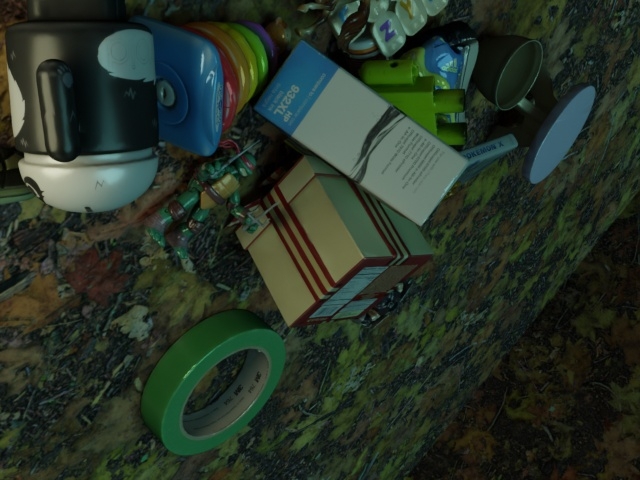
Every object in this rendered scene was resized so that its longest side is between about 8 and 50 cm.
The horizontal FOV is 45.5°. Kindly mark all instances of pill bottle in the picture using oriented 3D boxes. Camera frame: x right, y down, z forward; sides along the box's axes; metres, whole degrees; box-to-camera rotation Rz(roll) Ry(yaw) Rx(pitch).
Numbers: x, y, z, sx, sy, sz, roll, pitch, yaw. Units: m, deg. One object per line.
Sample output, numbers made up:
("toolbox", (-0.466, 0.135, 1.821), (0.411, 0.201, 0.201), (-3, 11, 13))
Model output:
("pill bottle", (0.087, -0.324, 1.369), (0.086, 0.086, 0.152), (-44, 147, -15))

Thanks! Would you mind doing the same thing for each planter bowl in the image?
("planter bowl", (0.397, -0.384, 1.687), (0.162, 0.109, 0.162), (-33, 143, -29))

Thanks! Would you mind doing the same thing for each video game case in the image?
("video game case", (0.215, -0.107, 1.620), (0.300, 0.036, 0.329), (-22, 171, -37))

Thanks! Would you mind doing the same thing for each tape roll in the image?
("tape roll", (-0.215, 0.296, 1.585), (0.321, 0.077, 0.321), (-33, 142, -30))

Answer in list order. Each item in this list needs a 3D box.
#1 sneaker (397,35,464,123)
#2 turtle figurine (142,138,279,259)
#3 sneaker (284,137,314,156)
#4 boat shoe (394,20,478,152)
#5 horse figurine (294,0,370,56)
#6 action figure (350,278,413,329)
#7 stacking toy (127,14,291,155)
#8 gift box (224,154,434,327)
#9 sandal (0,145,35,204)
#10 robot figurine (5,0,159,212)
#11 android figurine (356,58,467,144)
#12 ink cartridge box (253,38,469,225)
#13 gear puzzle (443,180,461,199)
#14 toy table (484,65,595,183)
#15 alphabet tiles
("sneaker", (0.233, -0.282, 1.423), (0.126, 0.091, 0.240), (-45, 141, -3))
("turtle figurine", (-0.170, -0.073, 1.254), (0.234, 0.118, 0.175), (-39, 133, 6))
("sneaker", (-0.005, -0.180, 1.421), (0.144, 0.053, 0.059), (16, 105, -57))
("boat shoe", (0.210, -0.275, 1.566), (0.158, 0.127, 0.340), (-20, 132, -26))
("horse figurine", (0.017, -0.417, 1.146), (0.175, 0.066, 0.263), (-32, 120, -16))
("action figure", (0.130, 0.119, 1.848), (0.185, 0.099, 0.285), (-59, 153, -5))
("stacking toy", (-0.130, -0.262, 1.122), (0.302, 0.166, 0.175), (-41, 147, -46))
("gift box", (0.000, 0.000, 1.416), (0.276, 0.258, 0.255), (-41, 155, 28))
("sandal", (-0.471, -0.053, 0.894), (0.303, 0.120, 0.086), (-5, 138, -50))
("robot figurine", (-0.287, -0.172, 0.921), (0.209, 0.174, 0.278), (-19, 113, -53))
("android figurine", (0.126, -0.223, 1.379), (0.248, 0.273, 0.056), (69, 28, -52))
("ink cartridge box", (0.057, -0.166, 1.212), (0.129, 0.307, 0.223), (-55, -174, 4))
("gear puzzle", (0.183, -0.043, 1.618), (0.176, 0.044, 0.339), (-21, 170, -41))
("toy table", (0.539, -0.296, 1.907), (0.274, 0.161, 0.252), (-49, 147, -8))
("alphabet tiles", (0.102, -0.458, 1.244), (0.284, 0.021, 0.278), (-45, 126, -13))
